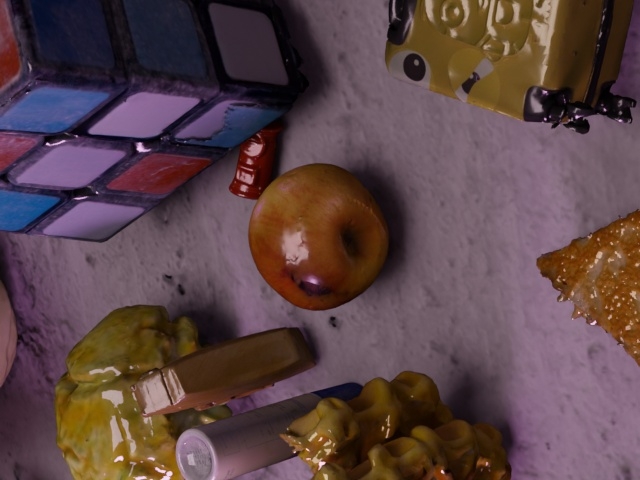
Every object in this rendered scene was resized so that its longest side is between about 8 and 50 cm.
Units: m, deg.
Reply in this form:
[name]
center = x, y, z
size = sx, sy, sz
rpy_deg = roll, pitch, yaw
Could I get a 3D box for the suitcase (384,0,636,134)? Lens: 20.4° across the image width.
[suitcase]
center = 0.178, -0.210, 1.549
size = 0.235, 0.143, 0.194
rpy_deg = 23, 113, 37

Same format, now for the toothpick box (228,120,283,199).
[toothpick box]
center = -0.068, -0.088, 1.863
size = 0.047, 0.047, 0.083
rpy_deg = 26, 114, 37

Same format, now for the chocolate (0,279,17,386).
[chocolate]
center = -0.512, 0.128, 2.162
size = 0.326, 0.297, 0.314
rpy_deg = 42, 132, 9

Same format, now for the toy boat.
[toy boat]
center = -0.101, 0.139, 1.840
size = 0.057, 0.200, 0.077
rpy_deg = 67, 152, 13

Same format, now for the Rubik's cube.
[Rubik's cube]
center = -0.288, -0.223, 1.805
size = 0.359, 0.363, 0.362
rpy_deg = -30, 68, 42

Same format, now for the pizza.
[pizza]
center = 0.276, 0.035, 1.562
size = 0.199, 0.062, 0.188
rpy_deg = 14, 95, 47

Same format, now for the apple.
[apple]
center = 0.000, 0.000, 1.750
size = 0.146, 0.146, 0.146
rpy_deg = 9, 104, 42

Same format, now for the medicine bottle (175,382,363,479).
[medicine bottle]
center = -0.041, 0.190, 1.762
size = 0.059, 0.231, 0.059
rpy_deg = 10, 104, 42

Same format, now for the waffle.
[waffle]
center = 0.032, 0.284, 1.694
size = 0.151, 0.261, 0.324
rpy_deg = 50, 125, 34

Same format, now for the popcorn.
[popcorn]
center = -0.196, 0.181, 1.930
size = 0.204, 0.184, 0.221
rpy_deg = -5, 78, 52
